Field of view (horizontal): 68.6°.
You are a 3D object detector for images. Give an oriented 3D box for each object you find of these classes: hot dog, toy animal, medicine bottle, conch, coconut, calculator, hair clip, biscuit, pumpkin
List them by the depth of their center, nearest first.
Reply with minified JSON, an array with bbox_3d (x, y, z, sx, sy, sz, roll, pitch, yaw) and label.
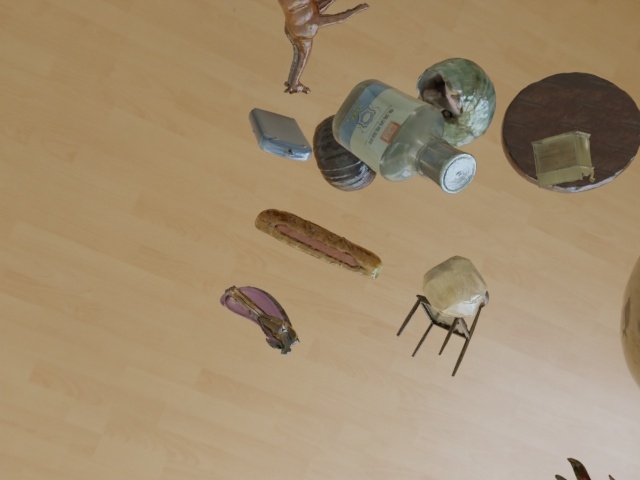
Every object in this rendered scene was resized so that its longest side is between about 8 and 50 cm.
[{"bbox_3d":[0.085,-0.114,0.516,0.054,0.208,0.090,26,106,-38],"label":"medicine bottle"},{"bbox_3d":[-0.019,-0.379,0.854,0.230,0.224,0.066,-23,54,26],"label":"toy animal"},{"bbox_3d":[-0.001,0.003,0.987,0.286,0.088,0.061,24,102,-1],"label":"hot dog"},{"bbox_3d":[-0.091,-0.235,1.036,0.121,0.210,0.039,8,123,-25],"label":"calculator"},{"bbox_3d":[0.318,-0.331,1.158,0.220,0.277,0.195,29,101,-9],"label":"conch"},{"bbox_3d":[0.371,0.132,1.280,0.161,0.161,0.162,-30,76,-8],"label":"coconut"},{"bbox_3d":[-0.177,0.212,1.394,0.096,0.359,0.110,39,82,-40],"label":"hair clip"},{"bbox_3d":[0.108,-0.280,1.451,0.248,0.248,0.247,0,89,-9],"label":"pumpkin"},{"bbox_3d":[0.788,-0.341,1.497,0.408,0.091,0.407,-3,74,12],"label":"biscuit"}]

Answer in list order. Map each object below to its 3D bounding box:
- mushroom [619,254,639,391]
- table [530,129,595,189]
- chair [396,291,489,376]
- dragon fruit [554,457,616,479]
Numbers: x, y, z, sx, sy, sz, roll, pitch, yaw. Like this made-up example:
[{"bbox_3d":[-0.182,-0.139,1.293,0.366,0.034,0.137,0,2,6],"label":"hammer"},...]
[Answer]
[{"bbox_3d":[0.643,0.131,0.704,0.363,0.295,0.361,-1,92,-34],"label":"mushroom"},{"bbox_3d":[0.421,-0.137,0.813,0.062,0.079,0.083,-2,85,-39],"label":"table"},{"bbox_3d":[0.386,0.246,1.457,0.272,0.166,0.188,-53,135,-18],"label":"chair"},{"bbox_3d":[0.422,0.461,0.705,0.193,0.274,0.192,-10,96,-4],"label":"dragon fruit"}]
